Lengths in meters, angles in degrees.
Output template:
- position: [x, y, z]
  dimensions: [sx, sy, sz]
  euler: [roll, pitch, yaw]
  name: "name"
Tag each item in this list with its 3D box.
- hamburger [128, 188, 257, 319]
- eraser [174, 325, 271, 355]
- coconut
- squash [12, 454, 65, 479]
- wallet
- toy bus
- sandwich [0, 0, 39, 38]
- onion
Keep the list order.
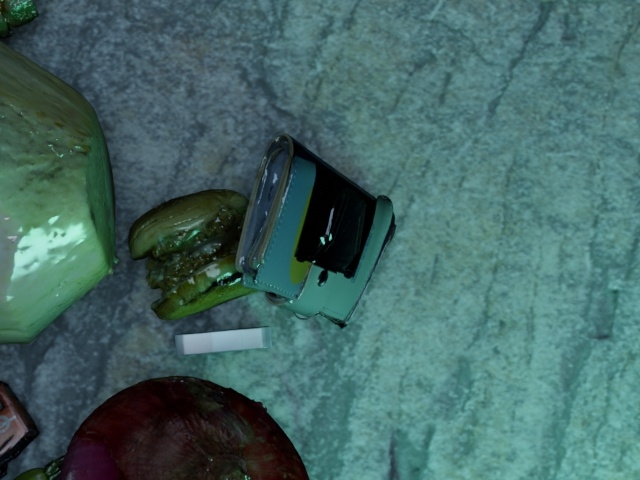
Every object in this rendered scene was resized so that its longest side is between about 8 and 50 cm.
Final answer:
- position: [-0.121, 0.004, 1.654]
  dimensions: [0.185, 0.159, 0.131]
  euler: [-21, 84, 16]
  name: "hamburger"
- position: [-0.108, 0.111, 1.693]
  dimensions: [0.105, 0.065, 0.026]
  euler: [-5, 85, -3]
  name: "eraser"
- position: [-0.388, -0.057, 1.573]
  dimensions: [0.352, 0.352, 0.352]
  euler: [0, 86, -2]
  name: "coconut"
- position: [-0.363, 0.364, 1.658]
  dimensions: [0.071, 0.080, 0.318]
  euler: [29, 85, 0]
  name: "squash"
- position: [0.000, 0.000, 1.629]
  dimensions: [0.069, 0.231, 0.170]
  euler: [14, 80, 35]
  name: "wallet"
- position: [-0.424, 0.250, 1.673]
  dimensions: [0.235, 0.073, 0.096]
  euler: [-31, 79, -4]
  name: "toy bus"
- position: [-0.365, -0.354, 1.680]
  dimensions: [0.079, 0.159, 0.235]
  euler: [-11, 61, -24]
  name: "sandwich"
- position: [-0.140, 0.274, 1.582]
  dimensions: [0.276, 0.276, 0.276]
  euler: [0, 86, -2]
  name: "onion"
